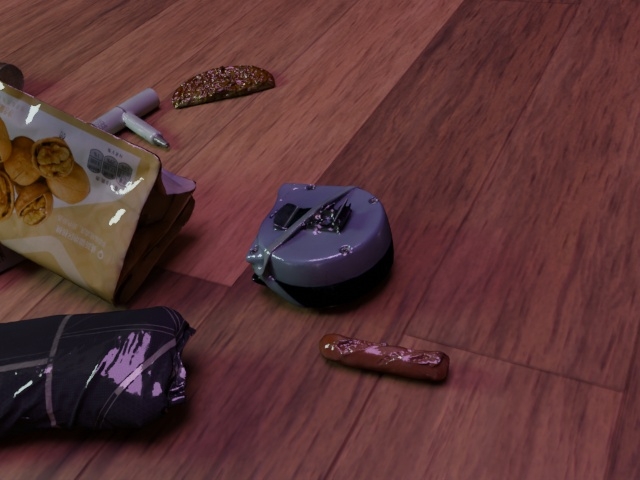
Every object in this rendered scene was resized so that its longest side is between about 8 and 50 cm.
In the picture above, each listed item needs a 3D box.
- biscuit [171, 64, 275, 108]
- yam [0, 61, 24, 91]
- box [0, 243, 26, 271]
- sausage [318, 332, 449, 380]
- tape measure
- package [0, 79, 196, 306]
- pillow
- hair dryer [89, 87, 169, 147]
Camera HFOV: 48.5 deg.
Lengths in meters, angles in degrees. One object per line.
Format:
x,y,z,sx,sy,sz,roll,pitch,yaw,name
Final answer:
-0.198,-0.318,1.425,0.206,0.025,0.126,-13,39,-4,biscuit
-0.771,-0.346,1.508,0.259,0.093,0.093,10,42,10,yam
-0.484,-0.030,1.101,0.242,0.067,0.155,-31,45,-25,box
0.068,0.132,0.809,0.157,0.042,0.036,7,80,23,sausage
0.004,0.000,0.929,0.180,0.107,0.182,-2,36,21,tape measure
-0.344,-0.079,1.013,0.311,0.221,0.165,25,14,15,package
-0.309,0.155,0.818,0.334,0.093,0.162,-5,43,7,pillow
-0.317,-0.214,1.321,0.183,0.044,0.155,23,50,28,hair dryer
